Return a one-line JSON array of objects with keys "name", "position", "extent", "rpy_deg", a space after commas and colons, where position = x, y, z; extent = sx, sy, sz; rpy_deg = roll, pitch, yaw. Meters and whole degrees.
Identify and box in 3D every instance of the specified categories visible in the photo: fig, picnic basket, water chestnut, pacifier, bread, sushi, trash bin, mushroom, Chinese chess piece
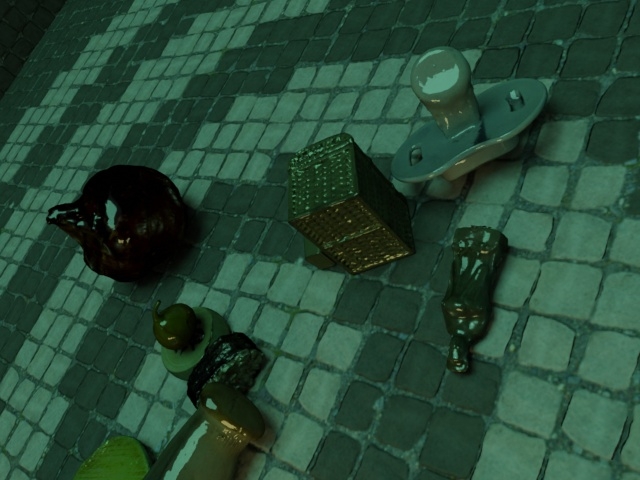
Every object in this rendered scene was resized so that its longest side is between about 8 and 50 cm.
[{"name": "fig", "position": [-0.275, 0.155, 1.175], "extent": [0.084, 0.098, 0.082], "rpy_deg": [-58, 43, 7]}, {"name": "picnic basket", "position": [0.051, -0.064, 1.076], "extent": [0.134, 0.196, 0.154], "rpy_deg": [-22, 49, 27]}, {"name": "water chestnut", "position": [-0.437, -0.051, 1.428], "extent": [0.289, 0.244, 0.288], "rpy_deg": [-19, 51, 25]}, {"name": "pacifier", "position": [0.215, -0.218, 1.049], "extent": [0.279, 0.207, 0.227], "rpy_deg": [-28, 30, 21]}, {"name": "bread", "position": [-0.385, 0.473, 1.176], "extent": [0.229, 0.033, 0.228], "rpy_deg": [-20, 52, 29]}, {"name": "sushi", "position": [-0.170, 0.235, 1.127], "extent": [0.150, 0.090, 0.078], "rpy_deg": [-49, 47, -2]}, {"name": "trash bin", "position": [0.000, 0.000, 1.173], "extent": [0.043, 0.061, 0.092], "rpy_deg": [-21, 53, 27]}, {"name": "mushroom", "position": [-0.232, 0.424, 1.018], "extent": [0.407, 0.138, 0.154], "rpy_deg": [-57, 33, -1]}, {"name": "Chinese chess piece", "position": [-0.241, 0.197, 1.231], "extent": [0.144, 0.058, 0.144], "rpy_deg": [-20, 51, 26]}]

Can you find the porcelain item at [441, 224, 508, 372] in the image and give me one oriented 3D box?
[{"name": "porcelain item", "position": [0.214, 0.087, 0.943], "extent": [0.081, 0.069, 0.215], "rpy_deg": [4, 69, 35]}]
